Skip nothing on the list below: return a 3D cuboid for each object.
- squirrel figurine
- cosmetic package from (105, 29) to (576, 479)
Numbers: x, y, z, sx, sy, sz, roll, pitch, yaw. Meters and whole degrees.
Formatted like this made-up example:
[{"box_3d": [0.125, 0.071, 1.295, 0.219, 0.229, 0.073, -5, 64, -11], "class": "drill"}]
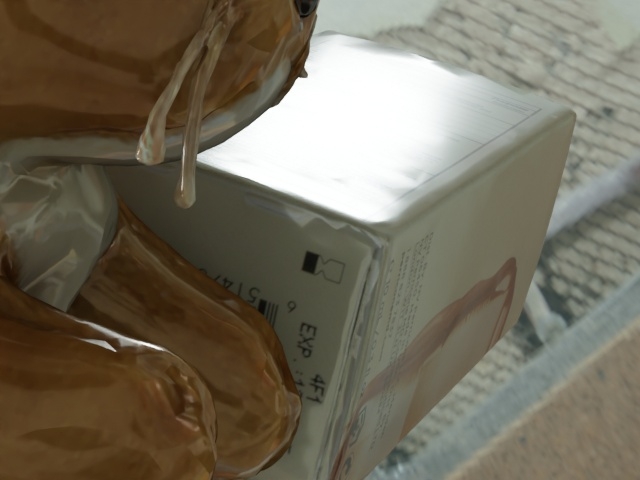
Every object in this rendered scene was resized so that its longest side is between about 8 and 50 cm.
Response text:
[{"box_3d": [-0.187, -0.029, 0.614, 0.397, 0.281, 0.370, 27, -69, 17], "class": "squirrel figurine"}, {"box_3d": [0.000, 0.000, 0.823, 0.153, 0.296, 0.129, 19, -70, 18], "class": "cosmetic package"}]
